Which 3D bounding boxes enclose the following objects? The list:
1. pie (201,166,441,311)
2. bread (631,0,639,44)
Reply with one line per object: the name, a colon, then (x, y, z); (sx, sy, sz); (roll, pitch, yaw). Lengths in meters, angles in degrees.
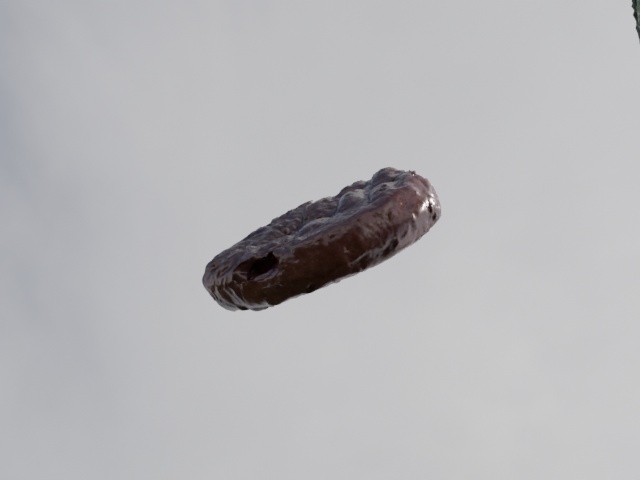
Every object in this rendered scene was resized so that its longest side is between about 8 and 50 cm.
pie: (0.000, 0.000, 1.120); (0.154, 0.154, 0.036); (-19, -78, 33)
bread: (0.291, -0.202, 1.088); (0.045, 0.301, 0.301); (31, -47, -31)
